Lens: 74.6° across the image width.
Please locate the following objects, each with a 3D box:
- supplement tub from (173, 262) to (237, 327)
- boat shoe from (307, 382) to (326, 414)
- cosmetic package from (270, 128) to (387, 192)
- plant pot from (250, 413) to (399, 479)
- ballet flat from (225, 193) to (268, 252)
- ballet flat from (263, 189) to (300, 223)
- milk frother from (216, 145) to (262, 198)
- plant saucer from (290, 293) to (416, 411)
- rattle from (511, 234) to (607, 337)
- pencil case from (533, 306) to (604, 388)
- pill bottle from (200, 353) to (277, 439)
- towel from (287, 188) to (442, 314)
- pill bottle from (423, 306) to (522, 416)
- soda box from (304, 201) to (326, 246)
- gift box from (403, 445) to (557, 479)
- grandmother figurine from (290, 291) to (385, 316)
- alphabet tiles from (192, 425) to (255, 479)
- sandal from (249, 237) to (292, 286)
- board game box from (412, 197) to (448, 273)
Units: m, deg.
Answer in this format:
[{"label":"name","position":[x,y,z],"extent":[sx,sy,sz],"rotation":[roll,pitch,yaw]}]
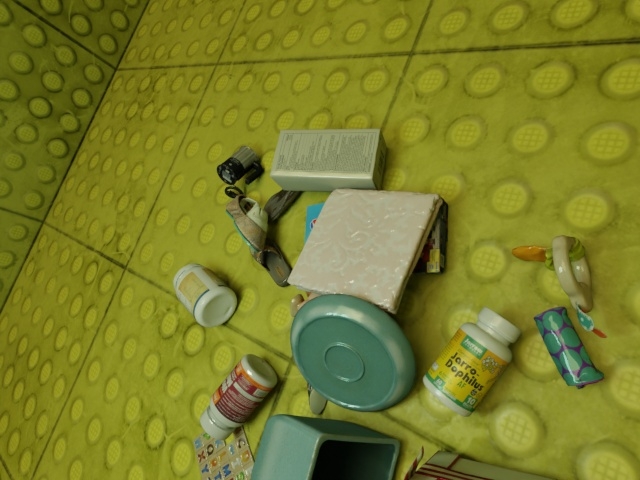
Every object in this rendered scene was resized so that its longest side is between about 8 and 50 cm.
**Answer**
[{"label":"supplement tub","position":[-0.381,0.174,1.376],"extent":[0.200,0.144,0.144],"rotation":[34,93,39]},{"label":"boat shoe","position":[-0.010,0.384,1.103],"extent":[0.042,0.049,0.133],"rotation":[159,115,-65]},{"label":"cosmetic package","position":[0.025,-0.231,1.229],"extent":[0.309,0.113,0.160],"rotation":[6,74,22]},{"label":"plant pot","position":[-0.020,0.514,0.939],"extent":[0.252,0.248,0.247],"rotation":[4,74,52]},{"label":"ballet flat","position":[-0.231,-0.075,1.368],"extent":[0.106,0.107,0.316],"rotation":[-46,40,1]},{"label":"ballet flat","position":[-0.104,-0.149,1.375],"extent":[0.250,0.058,0.084],"rotation":[-51,49,13]},{"label":"milk frother","position":[-0.293,-0.240,1.517],"extent":[0.135,0.129,0.143],"rotation":[-51,9,-37]},{"label":"plant saucer","position":[0.060,0.274,0.975],"extent":[0.317,0.044,0.317],"rotation":[11,115,24]},{"label":"rattle","position":[0.468,0.097,0.843],"extent":[0.143,0.130,0.199],"rotation":[-12,76,31]},{"label":"pencil case","position":[0.480,0.205,0.816],"extent":[0.070,0.064,0.151],"rotation":[-9,60,-10]},{"label":"pill bottle","position":[-0.231,0.439,1.178],"extent":[0.221,0.121,0.121],"rotation":[-51,52,5]},{"label":"towel","position":[0.105,0.007,1.062],"extent":[0.332,0.053,0.317],"rotation":[9,66,40]},{"label":"pill bottle","position":[0.320,0.247,0.877],"extent":[0.117,0.117,0.208],"rotation":[38,95,38]},{"label":"soda box","position":[0.000,0.000,1.229],"extent":[0.071,0.067,0.210],"rotation":[-9,67,31]},{"label":"gift box","position":[0.266,0.508,0.732],"extent":[0.258,0.255,0.276],"rotation":[-4,75,32]},{"label":"grandmother figurine","position":[0.085,0.214,1.069],"extent":[0.342,0.104,0.208],"rotation":[30,76,36]},{"label":"alphabet tiles","position":[-0.273,0.638,1.205],"extent":[0.198,0.009,0.237],"rotation":[-41,54,15]},{"label":"sandal","position":[-0.164,0.061,1.323],"extent":[0.090,0.060,0.219],"rotation":[-46,53,11]},{"label":"board game box","position":[0.222,-0.002,1.081],"extent":[0.194,0.060,0.194],"rotation":[-5,69,34]}]
